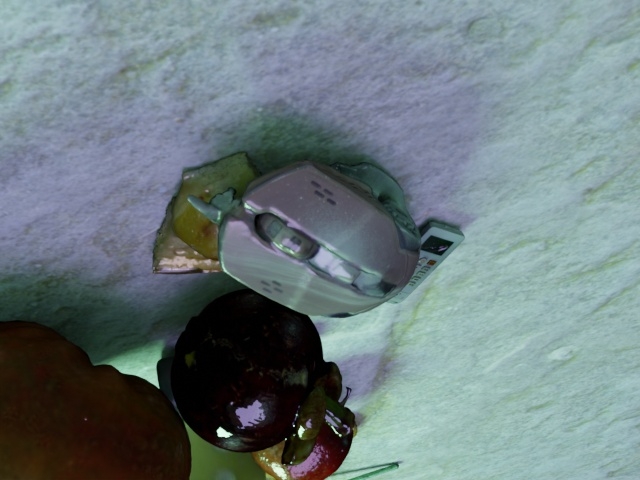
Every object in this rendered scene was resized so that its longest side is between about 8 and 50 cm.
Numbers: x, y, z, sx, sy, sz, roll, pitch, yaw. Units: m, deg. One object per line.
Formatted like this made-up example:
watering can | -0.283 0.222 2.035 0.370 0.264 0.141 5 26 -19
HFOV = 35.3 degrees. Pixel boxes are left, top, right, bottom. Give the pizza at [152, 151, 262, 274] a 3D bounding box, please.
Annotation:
pizza | -0.130 -0.004 1.230 0.204 0.081 0.188 -16 142 9

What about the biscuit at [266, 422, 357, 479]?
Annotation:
biscuit | -0.028 0.380 1.822 0.118 0.029 0.247 14 138 -29

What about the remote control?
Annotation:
remote control | 0.123 0.031 1.382 0.065 0.029 0.166 17 132 -30

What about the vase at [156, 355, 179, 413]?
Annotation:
vase | -0.133 0.198 1.509 0.214 0.086 0.086 -12 144 -4

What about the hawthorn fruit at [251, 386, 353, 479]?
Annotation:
hawthorn fruit | -0.016 0.308 1.639 0.194 0.157 0.157 -43 136 12

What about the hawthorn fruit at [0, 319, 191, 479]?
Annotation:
hawthorn fruit | -0.386 0.317 1.323 0.402 0.403 0.403 -7 144 -5

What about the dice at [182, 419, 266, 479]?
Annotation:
dice | -0.199 0.412 1.704 0.169 0.169 0.166 11 140 -27

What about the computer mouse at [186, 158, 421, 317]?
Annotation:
computer mouse | 0.004 0.004 1.173 0.389 0.115 0.199 19 112 -49

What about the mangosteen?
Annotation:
mangosteen | -0.071 0.189 1.361 0.265 0.228 0.228 28 141 6

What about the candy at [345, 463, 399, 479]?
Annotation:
candy | -0.007 0.487 1.948 0.335 0.092 0.093 -16 132 -5
